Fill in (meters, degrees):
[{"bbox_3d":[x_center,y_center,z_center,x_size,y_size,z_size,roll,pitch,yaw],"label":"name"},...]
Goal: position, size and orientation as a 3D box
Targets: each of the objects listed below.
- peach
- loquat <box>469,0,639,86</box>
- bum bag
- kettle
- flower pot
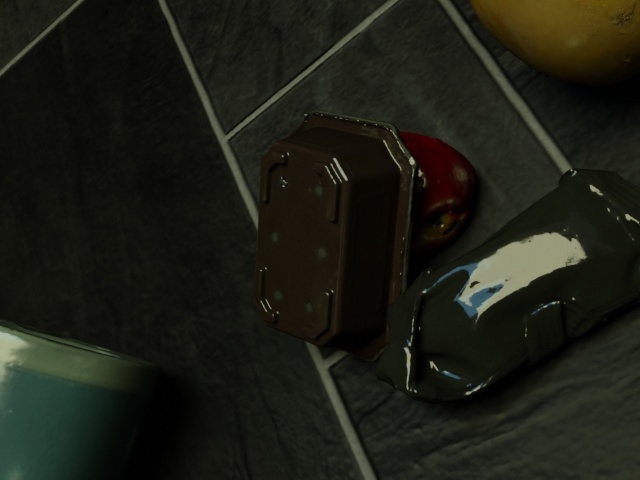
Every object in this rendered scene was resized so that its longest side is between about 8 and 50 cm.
[{"bbox_3d":[0.079,-0.060,1.106,0.172,0.092,0.127,33,92,39],"label":"peach"},{"bbox_3d":[0.255,-0.260,0.988,0.235,0.235,0.235,-16,59,29],"label":"loquat"},{"bbox_3d":[0.189,0.043,0.983,0.326,0.080,0.142,-31,61,10],"label":"bum bag"},{"bbox_3d":[-0.356,0.270,1.191,0.319,0.247,0.342,-1,72,70],"label":"kettle"},{"bbox_3d":[0.000,0.000,1.060,0.179,0.084,0.250,18,111,41],"label":"flower pot"}]
